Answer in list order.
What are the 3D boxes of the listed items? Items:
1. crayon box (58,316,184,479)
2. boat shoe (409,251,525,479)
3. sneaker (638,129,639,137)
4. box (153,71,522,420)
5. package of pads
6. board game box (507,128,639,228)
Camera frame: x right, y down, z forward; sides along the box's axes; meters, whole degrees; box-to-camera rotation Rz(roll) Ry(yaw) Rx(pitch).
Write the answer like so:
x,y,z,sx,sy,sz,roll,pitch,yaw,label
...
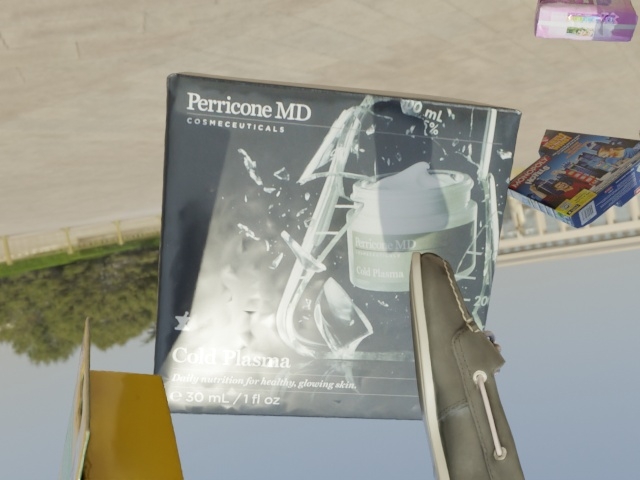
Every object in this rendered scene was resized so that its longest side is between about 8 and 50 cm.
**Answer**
x,y,z,sx,sy,sz,roll,pitch,yaw,label
-0.183,0.254,0.571,0.083,0.323,0.203,9,-167,-21,crayon box
0.139,0.167,0.597,0.095,0.335,0.112,-6,157,5,boat shoe
0.276,-0.213,0.448,0.146,0.344,0.134,23,-143,29,sneaker
0.000,0.000,1.058,0.479,0.472,0.297,3,-167,-9,box
0.233,-0.198,0.603,0.083,0.032,0.050,6,-145,12,package of pads
0.407,-0.108,1.105,0.194,0.060,0.194,-36,-146,-10,board game box
